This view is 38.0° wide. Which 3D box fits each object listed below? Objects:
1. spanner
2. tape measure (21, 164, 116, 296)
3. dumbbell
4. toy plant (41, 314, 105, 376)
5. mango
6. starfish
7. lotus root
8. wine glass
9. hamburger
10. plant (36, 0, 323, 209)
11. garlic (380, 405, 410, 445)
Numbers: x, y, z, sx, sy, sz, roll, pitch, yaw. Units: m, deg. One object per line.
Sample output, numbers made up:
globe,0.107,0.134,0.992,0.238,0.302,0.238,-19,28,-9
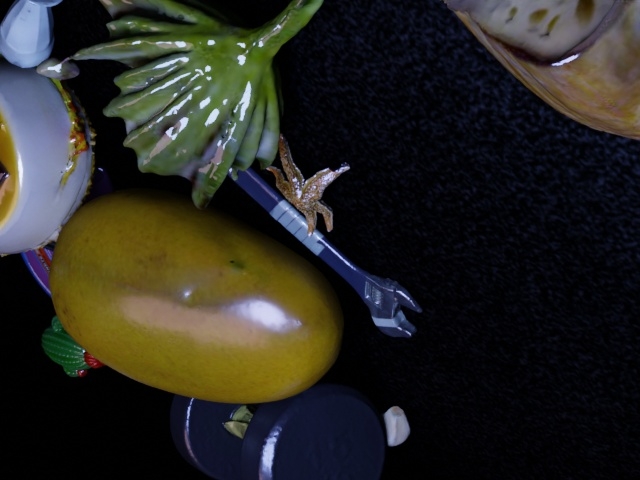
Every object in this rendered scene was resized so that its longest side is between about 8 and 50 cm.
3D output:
spanner,0.000,0.000,1.113,0.316,0.024,0.087,43,150,6
tape measure,-0.366,0.008,1.484,0.245,0.149,0.231,-7,121,47
dumbbell,-0.072,0.282,1.365,0.322,0.204,0.203,6,134,58
toy plant,-0.552,0.231,2.083,0.240,0.088,0.154,-29,90,54
mango,-0.161,0.077,1.216,0.446,0.232,0.300,9,137,32
starfish,-0.015,-0.061,1.026,0.133,0.041,0.130,51,150,-12
lotus root,0.197,-0.154,0.532,0.180,0.199,0.188,28,-156,-33
wine glass,-0.356,-0.282,1.154,0.073,0.073,0.155,47,148,-4
hamburger,-0.440,-0.119,1.287,0.276,0.179,0.294,47,113,17
plant,-0.083,-0.162,0.858,0.251,0.180,0.333,45,150,-24
garlic,0.101,0.263,1.313,0.053,0.041,0.083,62,151,16
